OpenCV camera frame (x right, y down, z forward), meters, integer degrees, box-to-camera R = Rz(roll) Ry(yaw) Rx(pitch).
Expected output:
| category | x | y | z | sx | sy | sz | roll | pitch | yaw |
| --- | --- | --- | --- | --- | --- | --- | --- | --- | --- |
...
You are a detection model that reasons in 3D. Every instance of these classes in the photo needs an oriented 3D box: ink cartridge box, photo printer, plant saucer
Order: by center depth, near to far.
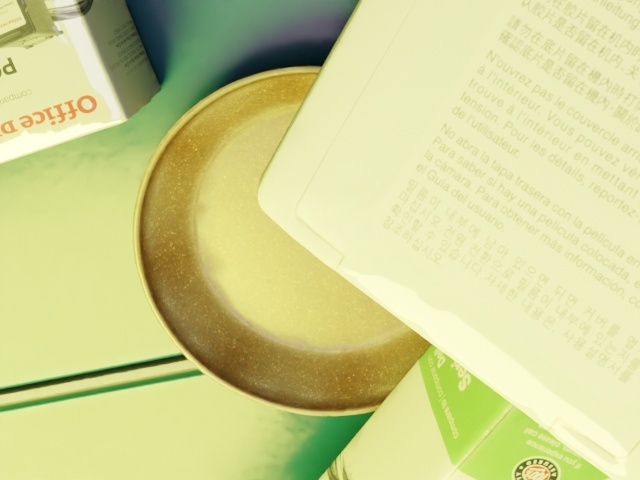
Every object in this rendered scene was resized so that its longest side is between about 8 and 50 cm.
| category | x | y | z | sx | sy | sz | roll | pitch | yaw |
| --- | --- | --- | --- | --- | --- | --- | --- | --- | --- |
| photo printer | 0.145 | -0.075 | 0.427 | 0.256 | 0.107 | 0.307 | 36 | 114 | 13 |
| ink cartridge box | -0.162 | -0.118 | 0.539 | 0.109 | 0.063 | 0.150 | -16 | 109 | 13 |
| plant saucer | 0.000 | 0.000 | 0.583 | 0.198 | 0.036 | 0.198 | 2 | 113 | 6 |
| ink cartridge box | 0.086 | 0.160 | 0.588 | 0.160 | 0.092 | 0.219 | 28 | 114 | -24 |
